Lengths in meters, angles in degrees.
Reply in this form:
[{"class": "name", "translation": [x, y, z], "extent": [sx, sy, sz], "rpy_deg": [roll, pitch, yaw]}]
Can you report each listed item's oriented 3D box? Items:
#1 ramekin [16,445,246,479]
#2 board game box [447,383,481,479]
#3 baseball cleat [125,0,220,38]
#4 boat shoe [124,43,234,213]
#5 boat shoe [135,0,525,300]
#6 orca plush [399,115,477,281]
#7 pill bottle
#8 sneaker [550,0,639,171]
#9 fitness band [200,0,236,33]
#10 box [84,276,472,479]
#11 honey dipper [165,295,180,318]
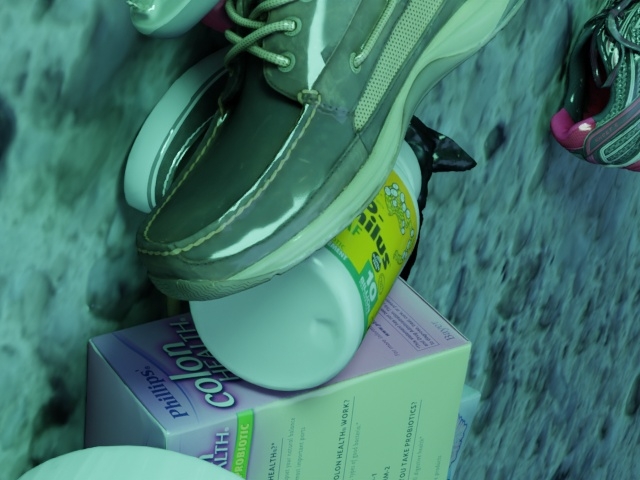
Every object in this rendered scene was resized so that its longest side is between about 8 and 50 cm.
[{"class": "ramekin", "translation": [-0.118, 0.262, 1.134], "extent": [0.135, 0.277, 0.277], "rpy_deg": [-68, 167, -57]}, {"class": "board game box", "translation": [0.006, 0.287, 1.621], "extent": [0.318, 0.066, 0.318], "rpy_deg": [-9, 120, -60]}, {"class": "baseball cleat", "translation": [-0.026, -0.187, 1.027], "extent": [0.109, 0.072, 0.206], "rpy_deg": [38, 80, -45]}, {"class": "boat shoe", "translation": [-0.037, -0.086, 1.210], "extent": [0.228, 0.076, 0.080], "rpy_deg": [-43, 146, -39]}, {"class": "boat shoe", "translation": [-0.007, -0.114, 1.108], "extent": [0.355, 0.132, 0.130], "rpy_deg": [-52, 122, -30]}, {"class": "orca plush", "translation": [0.051, 0.050, 1.420], "extent": [0.287, 0.102, 0.151], "rpy_deg": [-55, 153, -18]}, {"class": "pill bottle", "translation": [0.000, 0.000, 1.219], "extent": [0.208, 0.117, 0.117], "rpy_deg": [-56, 157, -56]}, {"class": "sneaker", "translation": [0.308, -0.214, 1.719], "extent": [0.112, 0.121, 0.299], "rpy_deg": [8, 98, -32]}, {"class": "fitness band", "translation": [-0.035, -0.248, 1.104], "extent": [0.209, 0.054, 0.291], "rpy_deg": [-56, 152, -18]}, {"class": "box", "translation": [-0.036, 0.156, 1.279], "extent": [0.243, 0.117, 0.213], "rpy_deg": [-15, 128, -30]}, {"class": "honey dipper", "translation": [-0.104, 0.043, 1.254], "extent": [0.030, 0.030, 0.161], "rpy_deg": [-41, 141, -41]}]
